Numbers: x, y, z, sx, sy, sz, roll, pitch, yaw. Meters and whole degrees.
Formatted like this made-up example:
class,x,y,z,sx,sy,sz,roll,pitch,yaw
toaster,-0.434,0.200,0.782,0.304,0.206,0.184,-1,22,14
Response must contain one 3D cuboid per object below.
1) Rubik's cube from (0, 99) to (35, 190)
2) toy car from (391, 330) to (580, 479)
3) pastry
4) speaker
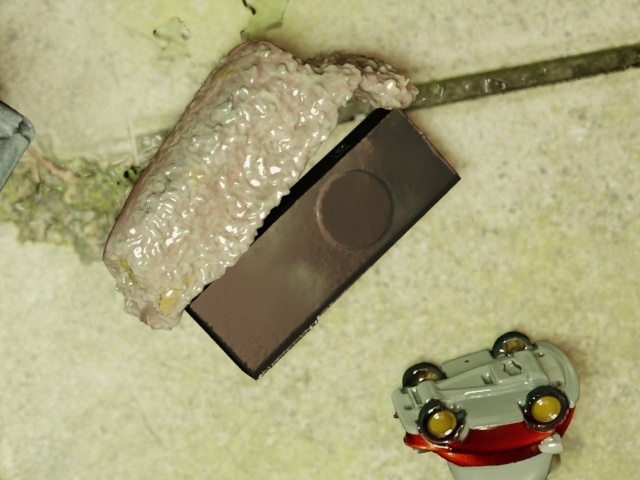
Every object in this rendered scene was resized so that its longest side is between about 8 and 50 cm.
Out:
class,x,y,z,sx,sy,sz,roll,pitch,yaw
Rubik's cube,-0.356,-0.042,1.163,0.260,0.259,0.254,32,86,-18
toy car,0.130,0.146,1.405,0.139,0.112,0.112,-13,116,-4
pastry,-0.061,-0.059,1.322,0.265,0.103,0.112,-44,112,-10
speaker,0.000,0.000,1.375,0.218,0.044,0.082,-43,105,-7
